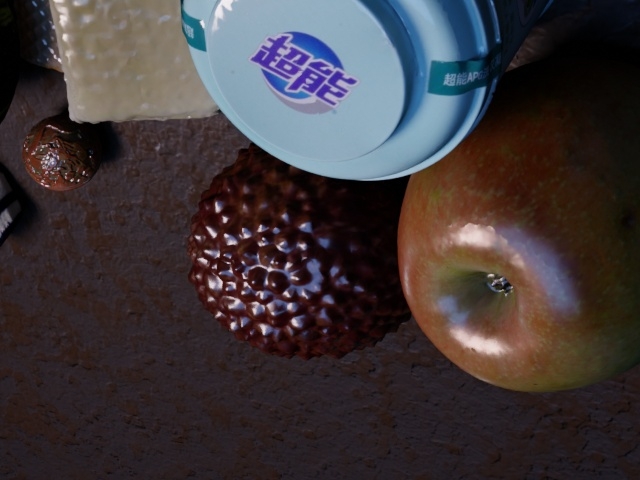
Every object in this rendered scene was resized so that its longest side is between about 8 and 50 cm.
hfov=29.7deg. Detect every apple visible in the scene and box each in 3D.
[{"bbox_3d":[0.225,-0.008,1.166,0.319,0.277,0.319,17,133,20],"label":"apple"}]

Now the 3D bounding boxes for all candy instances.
[{"bbox_3d":[-0.188,-0.279,1.250,0.179,0.135,0.320,0,130,4],"label":"candy"}]

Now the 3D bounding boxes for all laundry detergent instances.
[{"bbox_3d":[0.047,-0.224,1.069,0.287,0.305,0.287,16,133,18],"label":"laundry detergent"}]

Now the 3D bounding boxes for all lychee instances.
[{"bbox_3d":[0.000,0.000,1.325,0.300,0.264,0.264,-22,123,-9],"label":"lychee"}]

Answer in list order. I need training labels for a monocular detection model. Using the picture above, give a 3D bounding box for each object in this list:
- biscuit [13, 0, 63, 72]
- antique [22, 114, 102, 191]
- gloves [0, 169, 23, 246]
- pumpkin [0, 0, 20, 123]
[{"bbox_3d":[-0.300,-0.354,1.340,0.094,0.054,0.378,20,133,14],"label":"biscuit"},{"bbox_3d":[-0.326,-0.111,1.525,0.104,0.104,0.104,16,132,18],"label":"antique"},{"bbox_3d":[-0.523,-0.072,1.655,0.219,0.131,0.140,39,133,-17],"label":"gloves"},{"bbox_3d":[-0.495,-0.245,1.398,0.323,0.241,0.323,26,129,38],"label":"pumpkin"}]
